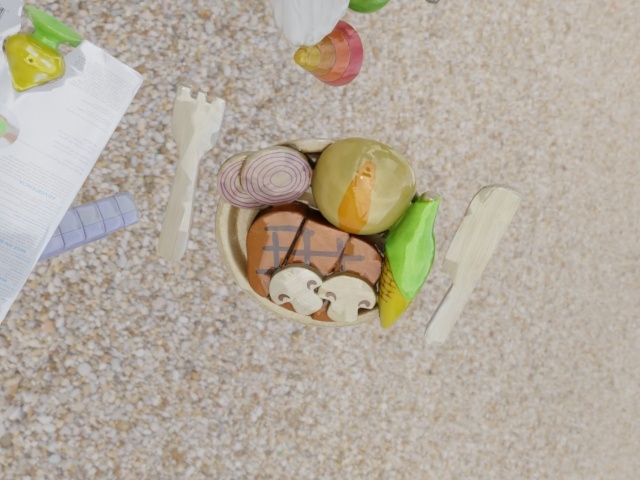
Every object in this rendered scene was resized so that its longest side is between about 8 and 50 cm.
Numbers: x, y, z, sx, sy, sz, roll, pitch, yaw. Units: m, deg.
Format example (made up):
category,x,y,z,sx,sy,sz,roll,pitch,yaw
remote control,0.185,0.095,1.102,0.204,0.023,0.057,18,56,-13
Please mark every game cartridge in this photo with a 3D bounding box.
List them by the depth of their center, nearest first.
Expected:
category,x,y,z,sx,sy,sz,roll,pitch,yaw
game cartridge,-0.444,0.019,0.885,0.230,0.355,0.068,-41,116,-62

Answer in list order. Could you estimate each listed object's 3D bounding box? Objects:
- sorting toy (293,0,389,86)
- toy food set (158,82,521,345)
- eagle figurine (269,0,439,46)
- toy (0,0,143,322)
category,x,y,z,sx,sy,sz,roll,pitch,yaw
sorting toy,0.039,-0.423,1.139,0.126,0.127,0.365,-28,150,-51
toy food set,0.000,0.000,0.374,0.038,0.192,0.132,-74,-178,-58
eagle figurine,-0.006,-0.268,0.299,0.298,0.226,0.225,36,45,-37
toy,-0.247,-0.063,0.503,0.137,0.056,0.237,31,108,-17
